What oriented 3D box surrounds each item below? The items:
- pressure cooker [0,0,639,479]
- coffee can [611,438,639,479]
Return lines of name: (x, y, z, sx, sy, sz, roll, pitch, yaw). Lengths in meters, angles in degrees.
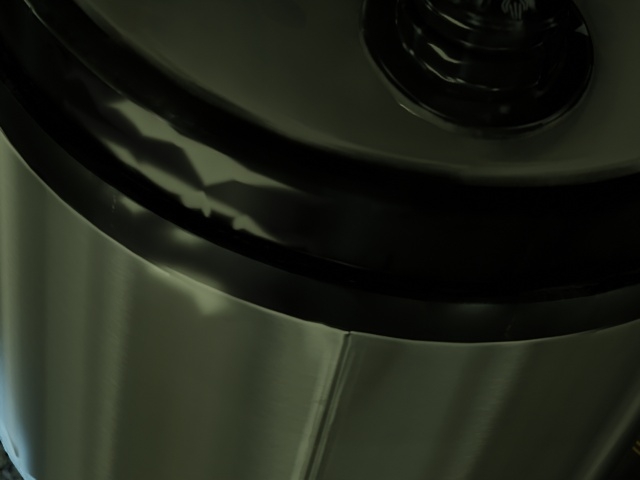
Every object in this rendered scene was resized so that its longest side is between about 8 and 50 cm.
pressure cooker: (0.027, -0.062, 0.613, 0.375, 0.370, 0.420, 40, 146, 20)
coffee can: (0.196, 0.141, 0.883, 0.201, 0.275, 0.201, 43, 164, 15)
